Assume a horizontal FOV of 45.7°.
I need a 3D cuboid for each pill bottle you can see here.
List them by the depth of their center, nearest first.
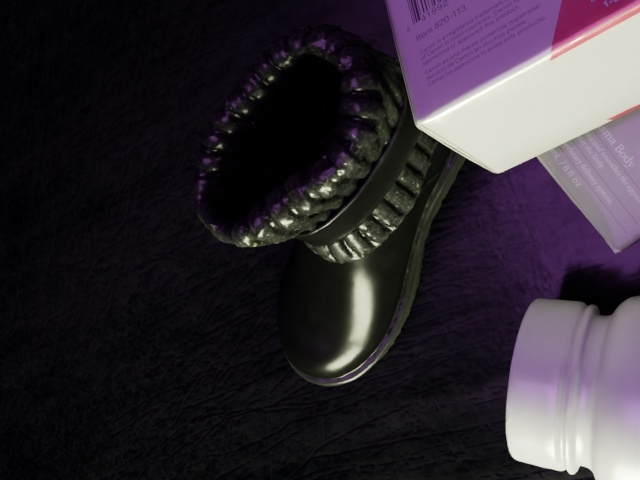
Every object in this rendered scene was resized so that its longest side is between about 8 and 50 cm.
[{"bbox_3d":[0.293,0.127,0.558,0.283,0.160,0.160,6,102,27],"label":"pill bottle"}]

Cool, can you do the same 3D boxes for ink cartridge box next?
[{"bbox_3d":[0.151,-0.224,0.536,0.207,0.117,0.283,-26,61,33],"label":"ink cartridge box"}]

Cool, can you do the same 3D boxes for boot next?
[{"bbox_3d":[-0.003,-0.003,0.638,0.131,0.260,0.348,27,110,22],"label":"boot"}]

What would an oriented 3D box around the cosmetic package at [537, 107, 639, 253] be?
[{"bbox_3d":[0.286,-0.110,0.554,0.238,0.107,0.127,-43,74,30],"label":"cosmetic package"}]
